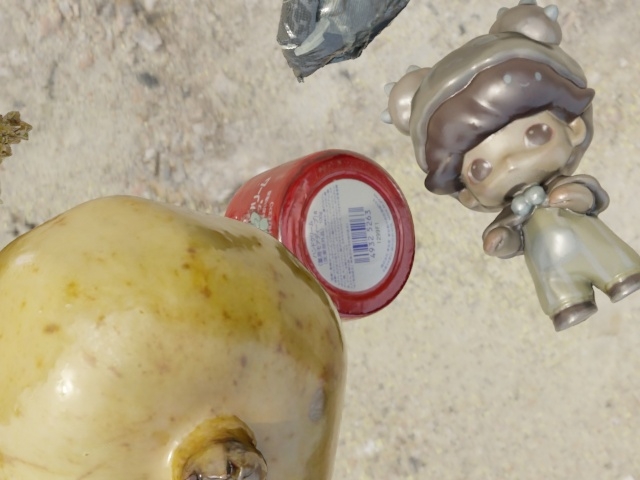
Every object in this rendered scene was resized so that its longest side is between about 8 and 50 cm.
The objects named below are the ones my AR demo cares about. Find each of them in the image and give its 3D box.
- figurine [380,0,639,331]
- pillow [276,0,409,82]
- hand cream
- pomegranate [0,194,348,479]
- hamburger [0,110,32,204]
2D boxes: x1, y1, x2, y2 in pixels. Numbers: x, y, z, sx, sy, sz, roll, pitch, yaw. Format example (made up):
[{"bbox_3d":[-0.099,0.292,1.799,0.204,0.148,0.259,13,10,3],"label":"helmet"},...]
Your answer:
[{"bbox_3d":[0.244,-0.086,1.290,0.248,0.380,0.203,-33,161,23],"label":"figurine"},{"bbox_3d":[0.031,-0.288,0.957,0.162,0.092,0.335,-23,142,-27],"label":"pillow"},{"bbox_3d":[0.000,0.000,1.407,0.230,0.230,0.149,27,157,-31],"label":"hand cream"},{"bbox_3d":[-0.126,0.132,0.865,0.343,0.342,0.342,-8,127,-11],"label":"pomegranate"},{"bbox_3d":[-0.497,-0.088,1.296,0.287,0.445,0.268,-7,109,8],"label":"hamburger"}]
